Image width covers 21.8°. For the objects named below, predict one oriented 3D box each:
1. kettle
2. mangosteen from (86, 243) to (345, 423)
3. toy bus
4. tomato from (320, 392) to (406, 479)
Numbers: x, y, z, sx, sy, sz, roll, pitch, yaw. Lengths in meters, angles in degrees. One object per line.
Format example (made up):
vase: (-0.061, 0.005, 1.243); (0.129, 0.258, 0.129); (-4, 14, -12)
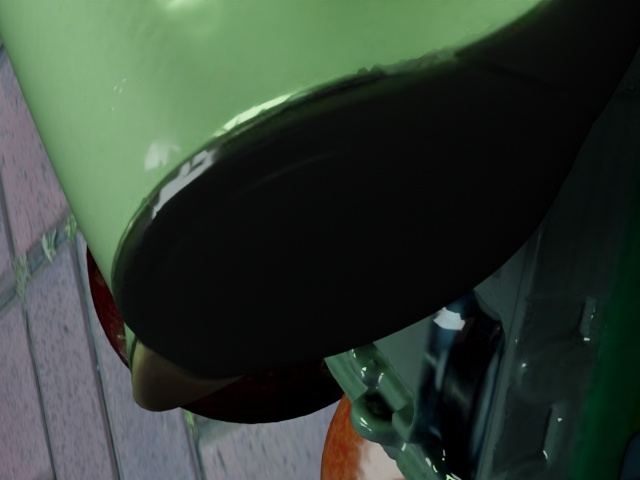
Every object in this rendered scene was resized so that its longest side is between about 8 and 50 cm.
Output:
kettle: (-0.011, -0.109, 0.523); (0.240, 0.165, 0.255); (-40, 54, 28)
mangosteen: (0.000, 0.000, 0.952); (0.261, 0.235, 0.235); (16, 118, 21)
toy bus: (0.122, -0.062, 0.644); (0.183, 0.199, 0.343); (-126, 37, -51)
tomato: (0.085, 0.122, 0.829); (0.167, 0.167, 0.167); (173, 90, -66)
